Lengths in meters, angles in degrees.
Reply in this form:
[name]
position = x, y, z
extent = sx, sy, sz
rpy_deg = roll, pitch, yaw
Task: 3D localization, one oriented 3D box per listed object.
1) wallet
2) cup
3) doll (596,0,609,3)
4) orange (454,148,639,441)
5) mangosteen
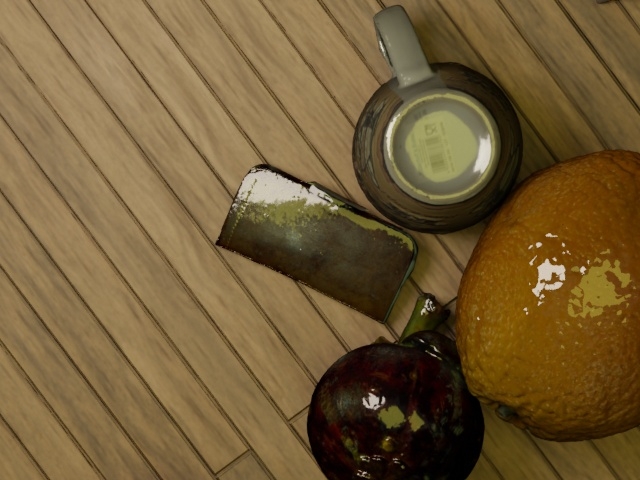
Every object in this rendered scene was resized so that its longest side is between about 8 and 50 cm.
[wallet]
position = 0.000, 0.000, 1.872
extent = 0.255, 0.031, 0.137
rpy_deg = 26, 102, 4
[cup]
position = 0.139, -0.155, 1.757
extent = 0.227, 0.257, 0.301
rpy_deg = -20, 90, 2
[doll]
position = 0.383, -0.341, 1.833
extent = 0.127, 0.073, 0.084
rpy_deg = 19, 127, 5
[orange]
position = 0.324, 0.072, 1.726
extent = 0.322, 0.322, 0.357
rpy_deg = 39, 86, 0
[mangosteen]
position = 0.109, 0.205, 1.821
extent = 0.231, 0.231, 0.289
rpy_deg = 23, 53, 1
